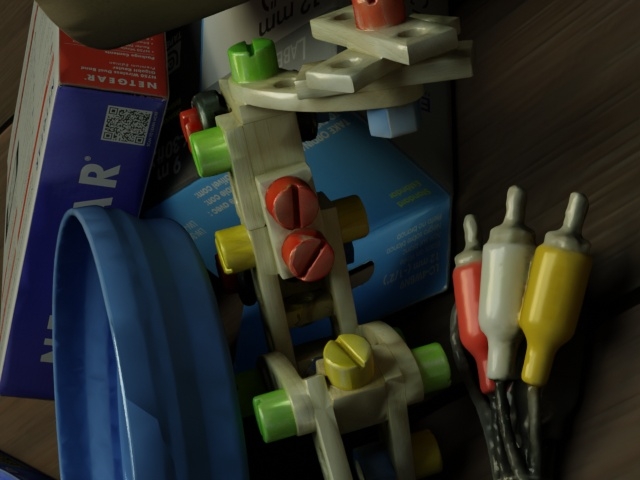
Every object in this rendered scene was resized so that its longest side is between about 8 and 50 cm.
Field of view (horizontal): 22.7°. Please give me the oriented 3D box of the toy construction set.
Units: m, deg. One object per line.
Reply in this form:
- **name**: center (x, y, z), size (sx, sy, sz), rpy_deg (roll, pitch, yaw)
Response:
- **toy construction set**: center (0.000, 0.000, 0.971), size (0.215, 0.151, 0.327), rpy_deg (-126, 36, -65)

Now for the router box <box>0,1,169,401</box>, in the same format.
- **router box**: center (-0.204, -0.085, 1.323), size (0.301, 0.082, 0.335), rpy_deg (-99, 22, -46)

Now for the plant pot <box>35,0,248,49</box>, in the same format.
- **plant pot**: center (-0.037, -0.269, 1.012), size (0.274, 0.256, 0.256), rpy_deg (-7, 66, 20)

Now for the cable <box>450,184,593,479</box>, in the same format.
- **cable**: center (0.105, 0.115, 0.934), size (0.139, 0.072, 0.287), rpy_deg (-14, 64, 57)

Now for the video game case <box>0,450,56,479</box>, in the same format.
- **video game case**: center (-0.332, 0.318, 1.474), size (0.269, 0.061, 0.244), rpy_deg (10, 85, 56)

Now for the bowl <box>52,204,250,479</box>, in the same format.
- **bowl**: center (-0.120, 0.168, 1.094), size (0.391, 0.077, 0.391), rpy_deg (175, 90, -74)

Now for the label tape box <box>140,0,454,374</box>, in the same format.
- **label tape box**: center (-0.024, -0.101, 1.178), size (0.249, 0.115, 0.347), rpy_deg (-27, 53, 47)
